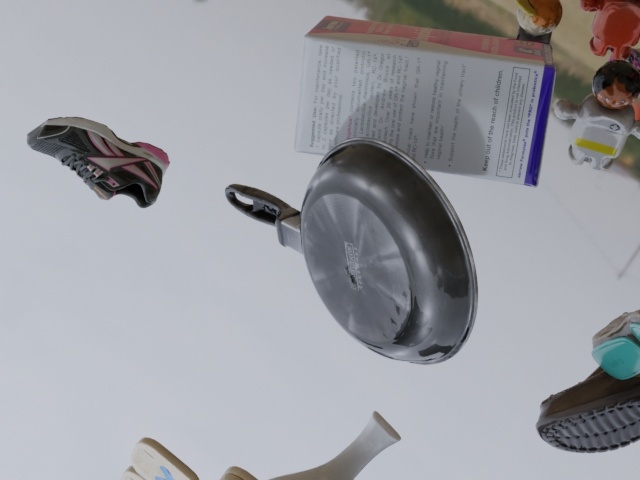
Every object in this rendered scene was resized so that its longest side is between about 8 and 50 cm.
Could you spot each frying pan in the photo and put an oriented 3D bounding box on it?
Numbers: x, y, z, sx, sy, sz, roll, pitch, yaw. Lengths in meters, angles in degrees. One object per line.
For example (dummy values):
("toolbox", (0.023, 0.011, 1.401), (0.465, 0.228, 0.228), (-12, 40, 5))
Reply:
("frying pan", (0.005, -0.021, 0.867), (0.053, 0.197, 0.326), (-25, -130, -34))

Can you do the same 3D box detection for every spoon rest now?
("spoon rest", (-0.005, 0.357, 1.444), (0.137, 0.276, 0.084), (47, 160, 12))

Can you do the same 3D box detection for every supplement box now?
("supplement box", (0.095, -0.130, 0.938), (0.220, 0.114, 0.111), (7, -157, 7))

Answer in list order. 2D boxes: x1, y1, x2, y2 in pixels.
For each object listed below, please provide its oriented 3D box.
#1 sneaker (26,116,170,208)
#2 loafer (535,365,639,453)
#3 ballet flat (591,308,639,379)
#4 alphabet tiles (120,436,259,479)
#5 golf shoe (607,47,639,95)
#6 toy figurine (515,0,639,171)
("sneaker", (-0.262, -0.090, 1.230), (0.178, 0.072, 0.077), (16, -116, -29))
("loafer", (0.504, 0.217, 1.612), (0.130, 0.366, 0.134), (-106, -11, -46))
("ballet flat", (0.481, 0.123, 1.415), (0.116, 0.124, 0.342), (43, 169, 5))
("alphabet tiles", (-0.061, 0.285, 0.843), (0.278, 0.284, 0.021), (39, -130, 6))
("golf shoe", (0.448, -0.183, 1.290), (0.086, 0.067, 0.186), (-8, -131, -34))
("toy figurine", (0.322, -0.201, 1.112), (0.209, 0.148, 0.213), (-20, -123, -18))
